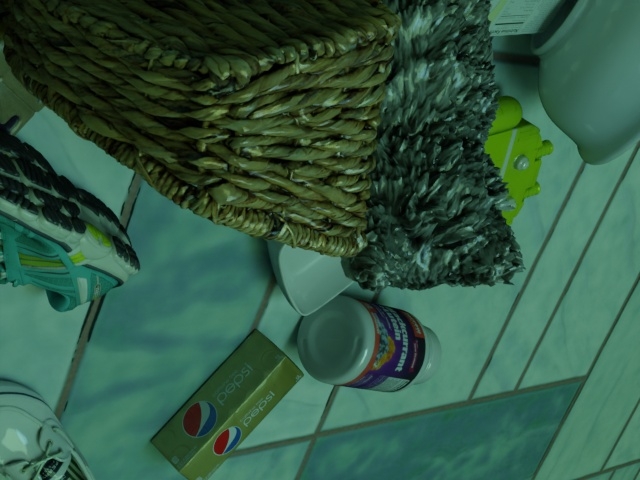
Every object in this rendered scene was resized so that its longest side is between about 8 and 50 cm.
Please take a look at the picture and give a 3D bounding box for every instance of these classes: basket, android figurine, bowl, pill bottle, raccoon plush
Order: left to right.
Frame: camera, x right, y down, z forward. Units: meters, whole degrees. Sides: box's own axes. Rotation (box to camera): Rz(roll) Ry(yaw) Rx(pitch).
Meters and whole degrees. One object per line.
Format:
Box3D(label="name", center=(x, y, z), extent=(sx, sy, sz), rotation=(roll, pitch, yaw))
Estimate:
Box3D(label="basket", center=(-0.115, -0.110, 0.974), extent=(0.213, 0.299, 0.223), rotation=(-24, 137, -35))
Box3D(label="bowl", center=(0.000, 0.000, 1.430), extent=(0.142, 0.053, 0.142), rotation=(-38, 143, -18))
Box3D(label="pill bottle", center=(0.068, 0.132, 1.574), extent=(0.193, 0.108, 0.108), rotation=(16, 109, -53))
Box3D(label="raccoon plush", center=(0.066, -0.160, 1.049), extent=(0.216, 0.299, 0.446), rotation=(-11, 138, -3))
Box3D(label="android figurine", center=(0.186, -0.067, 1.576), extent=(0.273, 0.056, 0.248), rotation=(-15, 131, -38))
Box3D(label="bowl", center=(0.335, -0.247, 1.459), extent=(0.134, 0.298, 0.298), rotation=(29, 101, -10))

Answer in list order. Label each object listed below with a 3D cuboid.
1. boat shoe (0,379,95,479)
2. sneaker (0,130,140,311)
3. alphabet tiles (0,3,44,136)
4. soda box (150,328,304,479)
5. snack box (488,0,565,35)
Box3D(label="boat shoe", center=(-0.284, 0.215, 1.287), extent=(0.083, 0.076, 0.226), rotation=(-46, 144, -7))
Box3D(label="sneaker", center=(-0.257, -0.004, 1.101), extent=(0.110, 0.107, 0.275), rotation=(-35, 148, 4))
Box3D(label="alphabet tiles", center=(-0.293, -0.207, 0.961), extent=(0.285, 0.011, 0.342), rotation=(-48, 145, -4))
Box3D(label="soda box", center=(-0.107, 0.195, 1.476), extent=(0.181, 0.061, 0.058), rotation=(-47, 144, -6))
Box3D(label="snack box", center=(0.160, -0.291, 1.294), extent=(0.322, 0.060, 0.187), rotation=(-11, 147, -40))
